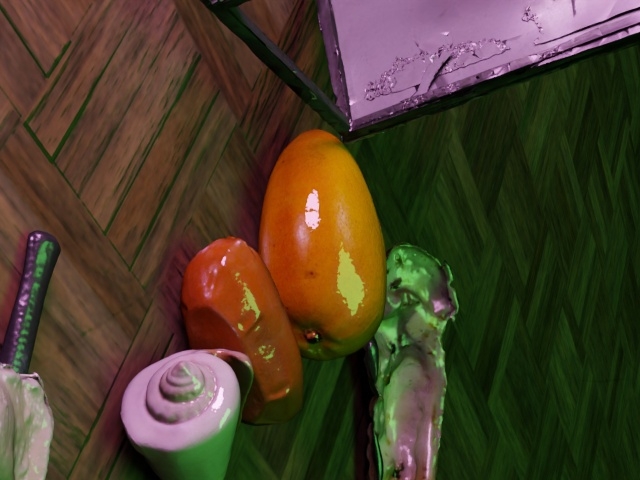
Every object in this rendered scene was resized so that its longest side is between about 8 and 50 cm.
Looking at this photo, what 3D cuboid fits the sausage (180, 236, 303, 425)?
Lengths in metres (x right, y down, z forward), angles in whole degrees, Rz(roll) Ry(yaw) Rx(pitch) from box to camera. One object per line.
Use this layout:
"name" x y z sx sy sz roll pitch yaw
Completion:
"sausage" -0.064 0.082 0.948 0.089 0.089 0.179 -51 129 -52

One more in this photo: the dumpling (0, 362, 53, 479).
"dumpling" -0.223 0.128 0.603 0.199 0.118 0.136 2 86 -42

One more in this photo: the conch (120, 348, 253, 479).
"conch" -0.090 0.145 0.886 0.104 0.094 0.176 -91 164 -45

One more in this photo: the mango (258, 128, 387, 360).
"mango" 0.000 0.000 1.058 0.145 0.113 0.219 28 53 -63

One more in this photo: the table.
"table" 0.098 -0.273 0.935 0.272 0.335 0.222 39 38 -56

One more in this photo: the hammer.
"hammer" -0.201 0.112 0.737 0.103 0.029 0.246 46 49 -54

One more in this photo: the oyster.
"oyster" 0.082 0.173 1.270 0.129 0.079 0.344 3 89 -43
